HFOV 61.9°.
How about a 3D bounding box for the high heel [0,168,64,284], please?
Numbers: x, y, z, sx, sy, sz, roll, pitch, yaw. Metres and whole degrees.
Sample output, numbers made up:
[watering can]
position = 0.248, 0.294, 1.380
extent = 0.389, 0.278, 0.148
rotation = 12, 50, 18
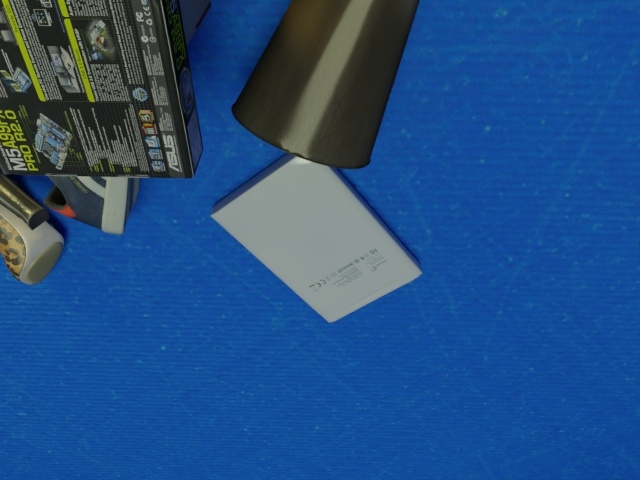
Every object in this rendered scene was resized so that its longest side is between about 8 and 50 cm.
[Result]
[high heel]
position = -0.535, -0.036, 0.905
extent = 0.186, 0.093, 0.261
rotation = 39, 140, 5

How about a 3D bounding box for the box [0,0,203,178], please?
[box]
position = -0.244, -0.187, 0.522
extent = 0.217, 0.060, 0.269
rotation = 1, 132, 2

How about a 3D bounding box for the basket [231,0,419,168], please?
[basket]
position = 0.017, -0.232, 0.676
extent = 0.205, 0.154, 0.226
rotation = 17, 123, -14

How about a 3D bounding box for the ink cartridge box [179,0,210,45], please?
[ink cartridge box]
position = -0.276, -0.301, 0.593
extent = 0.273, 0.196, 0.114
rotation = 5, 130, -3

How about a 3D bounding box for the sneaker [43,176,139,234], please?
[sneaker]
position = -0.326, -0.150, 0.746
extent = 0.148, 0.131, 0.350
rotation = 16, 130, -14

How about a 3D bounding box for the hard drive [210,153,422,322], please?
[hard drive]
position = 0.000, 0.000, 0.920
extent = 0.210, 0.040, 0.318
rotation = -31, 121, 23
